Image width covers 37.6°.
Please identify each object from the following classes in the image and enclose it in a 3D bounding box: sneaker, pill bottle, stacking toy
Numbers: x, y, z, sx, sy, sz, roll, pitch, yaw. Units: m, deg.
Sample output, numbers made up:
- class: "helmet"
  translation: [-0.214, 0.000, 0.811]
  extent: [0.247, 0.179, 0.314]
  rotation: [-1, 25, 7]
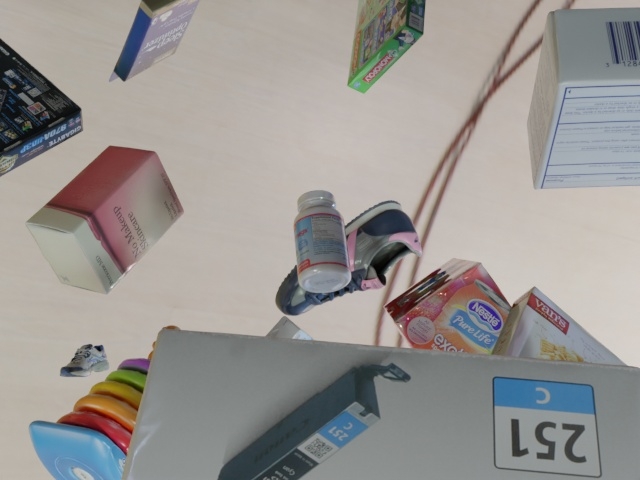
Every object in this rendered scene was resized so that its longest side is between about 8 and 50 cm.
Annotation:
- class: "sneaker"
  translation: [0.053, 0.063, 1.816]
  extent: [0.319, 0.131, 0.112]
  rotation: [-41, 144, 12]
- class: "sneaker"
  translation: [-0.459, 0.230, 1.810]
  extent: [0.135, 0.052, 0.058]
  rotation: [-10, 97, -72]
- class: "pill bottle"
  translation: [0.000, 0.000, 1.565]
  extent: [0.087, 0.087, 0.160]
  rotation: [22, 50, -39]
- class: "stacking toy"
  translation: [-0.290, 0.249, 1.473]
  extent: [0.302, 0.166, 0.175]
  rotation: [-59, 140, -41]

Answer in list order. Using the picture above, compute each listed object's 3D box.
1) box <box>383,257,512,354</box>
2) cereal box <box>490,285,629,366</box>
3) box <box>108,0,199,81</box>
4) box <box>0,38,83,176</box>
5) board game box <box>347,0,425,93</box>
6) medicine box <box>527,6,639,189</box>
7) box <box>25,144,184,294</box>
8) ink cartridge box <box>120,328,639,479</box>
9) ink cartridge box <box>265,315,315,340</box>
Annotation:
- class: "box"
  translation: [0.196, 0.127, 1.360]
  extent: [0.142, 0.300, 0.154]
  rotation: [-35, 89, 1]
- class: "cereal box"
  translation: [0.271, 0.180, 1.085]
  extent: [0.173, 0.047, 0.240]
  rotation: [40, 41, -3]
- class: "box"
  translation: [-0.291, -0.363, 1.666]
  extent: [0.036, 0.225, 0.136]
  rotation: [47, 51, 3]
- class: "box"
  translation: [-0.505, -0.209, 1.454]
  extent: [0.175, 0.220, 0.051]
  rotation: [-38, 157, -33]
- class: "board game box"
  translation: [0.141, -0.483, 1.928]
  extent: [0.046, 0.213, 0.317]
  rotation: [21, 56, -21]
- class: "medicine box"
  translation: [0.478, -0.216, 1.482]
  extent: [0.289, 0.264, 0.149]
  rotation: [82, 8, -60]
- class: "box"
  translation: [-0.376, -0.040, 1.665]
  extent: [0.232, 0.127, 0.148]
  rotation: [-53, 138, -35]
- class: "ink cartridge box"
  translation: [0.034, 0.182, 0.506]
  extent: [0.066, 0.296, 0.261]
  rotation: [89, 6, -52]
- class: "ink cartridge box"
  translation: [-0.061, 0.213, 1.858]
  extent: [0.088, 0.052, 0.122]
  rotation: [-49, 146, -3]
